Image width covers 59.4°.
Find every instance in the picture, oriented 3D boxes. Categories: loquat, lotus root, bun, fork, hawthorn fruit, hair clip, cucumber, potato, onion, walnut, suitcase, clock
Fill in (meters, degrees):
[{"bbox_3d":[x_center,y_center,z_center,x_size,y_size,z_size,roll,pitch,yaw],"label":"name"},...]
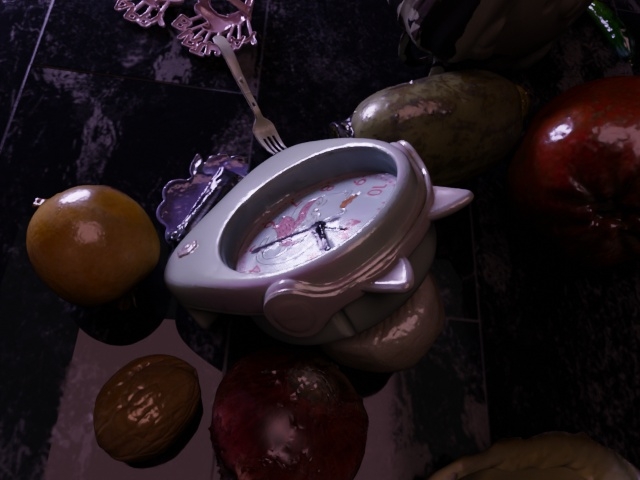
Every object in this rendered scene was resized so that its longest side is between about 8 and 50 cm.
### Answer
[{"bbox_3d":[-0.258,0.008,0.645,0.163,0.163,0.137,35,51,8],"label":"loquat"},{"bbox_3d":[0.171,-0.156,0.784,0.310,0.173,0.173,-18,69,-13],"label":"lotus root"},{"bbox_3d":[0.069,0.083,0.685,0.167,0.113,0.173,14,55,26],"label":"bun"},{"bbox_3d":[-0.111,-0.217,0.838,0.034,0.028,0.219,-27,79,-12],"label":"fork"},{"bbox_3d":[0.401,-0.107,0.789,0.254,0.254,0.300,32,37,6],"label":"hawthorn fruit"},{"bbox_3d":[-0.152,-0.049,0.750,0.124,0.052,0.195,25,58,-4],"label":"hair clip"},{"bbox_3d":[0.542,-0.392,1.040,0.039,0.039,0.167,-15,67,-16],"label":"cucumber"},{"bbox_3d":[0.226,0.327,0.528,0.243,0.285,0.242,21,53,-31],"label":"potato"},{"bbox_3d":[-0.030,0.190,0.603,0.184,0.147,0.183,9,49,-10],"label":"onion"},{"bbox_3d":[-0.185,0.179,0.609,0.125,0.105,0.105,-34,75,-26],"label":"walnut"},{"bbox_3d":[0.264,-0.357,0.819,0.352,0.339,0.194,-13,60,-51],"label":"suitcase"},{"bbox_3d":[0.000,0.000,0.616,0.324,0.108,0.265,7,46,45],"label":"clock"}]

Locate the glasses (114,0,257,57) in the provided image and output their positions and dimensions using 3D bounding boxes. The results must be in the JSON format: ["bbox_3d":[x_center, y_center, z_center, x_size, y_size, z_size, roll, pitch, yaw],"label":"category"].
[{"bbox_3d":[-0.206,-0.383,0.876,0.256,0.095,0.162,25,80,5],"label":"glasses"}]
